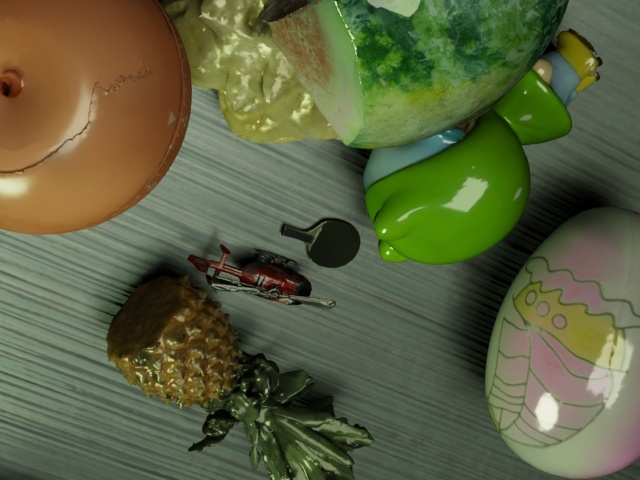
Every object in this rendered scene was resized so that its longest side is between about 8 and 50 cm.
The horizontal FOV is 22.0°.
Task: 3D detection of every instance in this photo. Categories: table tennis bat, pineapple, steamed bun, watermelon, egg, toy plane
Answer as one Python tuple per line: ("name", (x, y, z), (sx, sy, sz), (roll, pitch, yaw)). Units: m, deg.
("table tennis bat", (0.000, 0.000, 1.566), (0.083, 0.007, 0.050), (15, 111, -27))
("pineapple", (-0.074, 0.141, 1.560), (0.277, 0.119, 0.130), (45, 53, -33))
("steamed bun", (-0.005, -0.200, 1.387), (0.292, 0.137, 0.295), (-11, 121, -12))
("watermelon", (0.111, -0.218, 1.296), (0.305, 0.180, 0.224), (-42, 155, -26))
("egg", (0.262, 0.102, 1.597), (0.196, 0.196, 0.271), (0, 123, -19))
("toy plane", (-0.059, 0.036, 1.534), (0.145, 0.060, 0.037), (18, 110, -24))

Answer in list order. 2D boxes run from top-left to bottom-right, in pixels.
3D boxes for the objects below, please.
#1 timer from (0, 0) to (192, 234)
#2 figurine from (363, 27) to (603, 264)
("timer", (-0.215, -0.119, 1.292), (0.230, 0.215, 0.229), (1, 95, 7))
("figurine", (0.148, -0.084, 1.494), (0.263, 0.162, 0.143), (-42, 81, -6))
